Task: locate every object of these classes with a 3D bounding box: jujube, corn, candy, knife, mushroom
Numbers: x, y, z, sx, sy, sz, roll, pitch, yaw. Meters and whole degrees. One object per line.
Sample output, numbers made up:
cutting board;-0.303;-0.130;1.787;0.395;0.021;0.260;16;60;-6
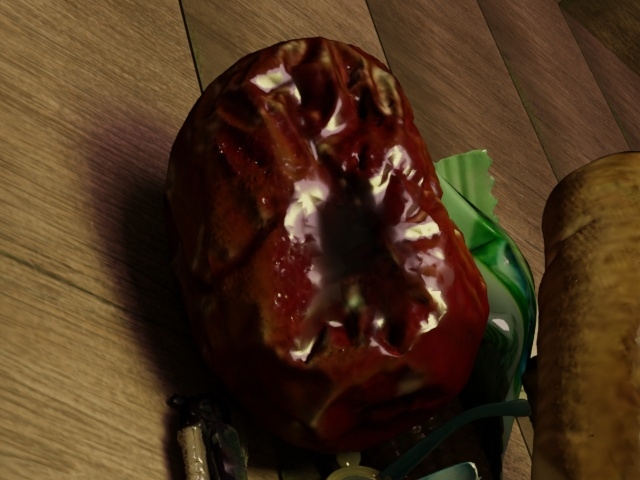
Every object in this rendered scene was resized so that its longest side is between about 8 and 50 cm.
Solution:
jujube;-0.002;-0.001;1.330;0.276;0.276;0.377;26;33;-45
corn;0.070;0.143;1.457;0.120;0.120;0.363;21;39;-50
candy;0.168;0.118;1.583;0.398;0.172;0.263;-99;175;-52
knife;-0.064;0.261;1.144;0.089;0.043;0.365;31;32;-38
mushroom;0.295;0.131;1.270;0.224;0.314;0.397;6;24;5

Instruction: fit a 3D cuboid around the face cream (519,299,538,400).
face cream;0.242;0.101;1.871;0.082;0.082;0.269;39;27;-28

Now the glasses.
glasses;0.078;0.224;1.240;0.189;0.220;0.088;-32;97;-56
